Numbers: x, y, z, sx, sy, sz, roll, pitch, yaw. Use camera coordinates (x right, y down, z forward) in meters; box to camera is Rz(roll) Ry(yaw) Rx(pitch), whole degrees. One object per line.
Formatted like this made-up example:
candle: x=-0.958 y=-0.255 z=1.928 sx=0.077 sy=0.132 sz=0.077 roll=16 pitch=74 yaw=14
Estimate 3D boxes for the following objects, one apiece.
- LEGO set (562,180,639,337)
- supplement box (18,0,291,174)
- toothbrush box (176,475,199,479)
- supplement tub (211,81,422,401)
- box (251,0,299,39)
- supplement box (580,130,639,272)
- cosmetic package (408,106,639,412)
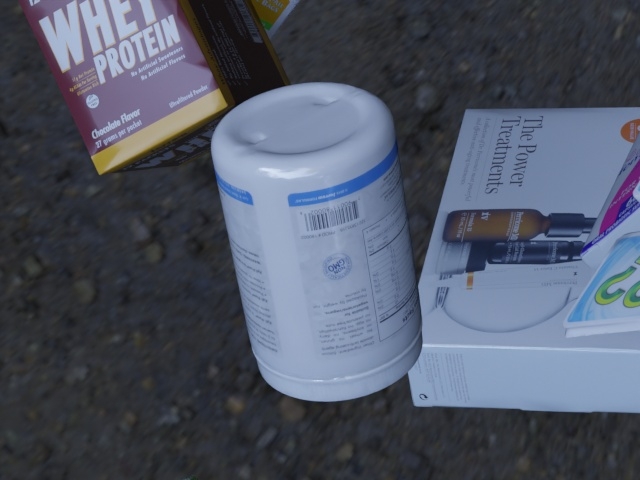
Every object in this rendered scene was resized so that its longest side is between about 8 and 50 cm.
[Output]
LEGO set: x=0.188 y=-0.053 z=0.619 sx=0.060 sy=0.182 sz=0.244 roll=45 pitch=156 yaw=-19
supplement box: x=-0.140 y=-0.172 z=1.565 sx=0.129 sy=0.194 sz=0.191 roll=-26 pitch=86 yaw=17
toothbrush box: x=-0.087 y=0.288 z=0.848 sx=0.206 sy=0.122 sz=0.283 roll=39 pitch=114 yaw=27
supplement tub: x=0.000 y=0.000 z=0.701 sx=0.071 sy=0.071 sz=0.107 roll=0 pitch=123 yaw=14
box: x=-0.105 y=-0.231 z=1.826 sx=0.114 sy=0.103 sz=0.203 roll=30 pitch=131 yaw=-13
supplement box: x=0.307 y=-0.038 z=1.455 sx=0.114 sy=0.220 sz=0.111 roll=41 pitch=129 yaw=-4
cosmetic package: x=0.259 y=0.010 z=1.849 sx=0.284 sy=0.377 sz=0.097 roll=2 pitch=132 yaw=15
